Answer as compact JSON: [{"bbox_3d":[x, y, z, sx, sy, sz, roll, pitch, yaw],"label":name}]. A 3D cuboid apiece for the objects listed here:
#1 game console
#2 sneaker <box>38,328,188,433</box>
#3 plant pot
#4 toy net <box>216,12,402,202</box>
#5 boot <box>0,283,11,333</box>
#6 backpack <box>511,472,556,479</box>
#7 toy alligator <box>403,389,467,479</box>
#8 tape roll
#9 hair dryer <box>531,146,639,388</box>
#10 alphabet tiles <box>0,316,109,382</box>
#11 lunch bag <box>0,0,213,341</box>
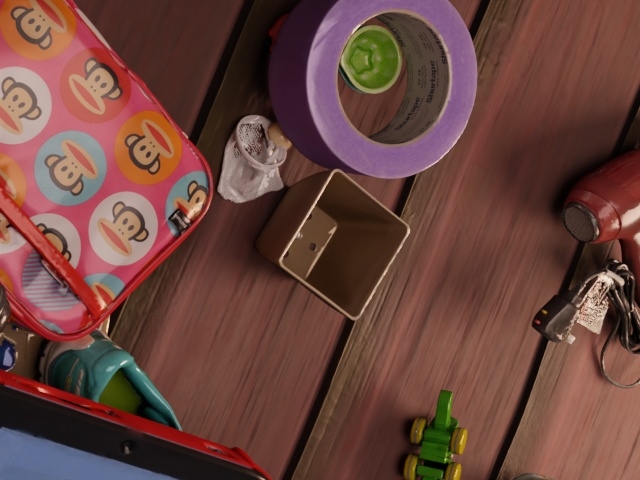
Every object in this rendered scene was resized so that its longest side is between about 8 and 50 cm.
[{"bbox_3d":[-0.252,0.284,1.303,0.386,0.060,0.342,26,102,-36],"label":"game console"},{"bbox_3d":[-0.167,0.201,1.406,0.107,0.110,0.275,-42,122,-27],"label":"sneaker"},{"bbox_3d":[0.000,0.000,1.495,0.109,0.096,0.109,38,76,-29],"label":"plant pot"},{"bbox_3d":[-0.025,-0.137,1.492,0.232,0.045,0.122,-51,118,-16],"label":"toy net"},{"bbox_3d":[-0.276,0.168,1.319,0.229,0.091,0.263,31,112,-29],"label":"boot"},{"bbox_3d":[0.248,0.356,1.667,0.166,0.144,0.188,32,77,-25],"label":"backpack"},{"bbox_3d":[0.120,0.251,1.630,0.051,0.056,0.190,6,94,-72],"label":"toy alligator"},{"bbox_3d":[0.051,-0.155,1.463,0.189,0.080,0.189,-5,100,-28],"label":"tape roll"},{"bbox_3d":[0.343,0.006,1.734,0.223,0.080,0.294,27,88,-47],"label":"hair dryer"},{"bbox_3d":[-0.290,0.122,1.388,0.198,0.009,0.237,6,93,-31],"label":"alphabet tiles"},{"bbox_3d":[-0.265,-0.062,1.318,0.258,0.120,0.293,-46,113,-16],"label":"lunch bag"}]
